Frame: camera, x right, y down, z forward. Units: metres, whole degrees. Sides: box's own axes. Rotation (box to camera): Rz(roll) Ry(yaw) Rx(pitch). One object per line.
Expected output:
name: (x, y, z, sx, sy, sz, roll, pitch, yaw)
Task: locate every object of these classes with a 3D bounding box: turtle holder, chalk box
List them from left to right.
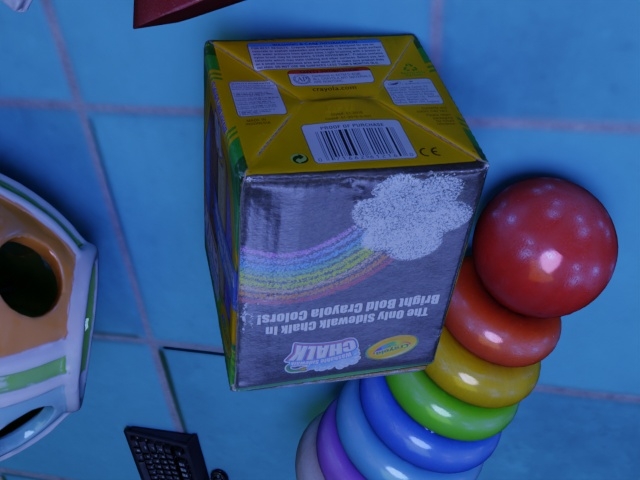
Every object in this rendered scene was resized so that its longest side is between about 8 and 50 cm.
turtle holder: (-0.288, 0.081, 0.632, 0.227, 0.243, 0.320, 5, 125, -12)
chalk box: (0.000, 0.000, 0.524, 0.132, 0.132, 0.213, -4, 135, -14)

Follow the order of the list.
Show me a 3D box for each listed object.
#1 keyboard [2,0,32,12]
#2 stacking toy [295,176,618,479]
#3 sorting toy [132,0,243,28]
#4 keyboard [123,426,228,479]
keyboard: (-0.109, -0.189, 0.344, 0.072, 0.014, 0.256, 45, 137, -10)
stacking toy: (0.102, 0.090, 0.615, 0.141, 0.141, 0.330, 24, 127, -6)
sorting toy: (0.044, -0.210, 0.381, 0.365, 0.127, 0.126, -14, 103, 29)
keyboard: (-0.141, 0.261, 0.898, 0.108, 0.023, 0.180, 5, 133, 12)
